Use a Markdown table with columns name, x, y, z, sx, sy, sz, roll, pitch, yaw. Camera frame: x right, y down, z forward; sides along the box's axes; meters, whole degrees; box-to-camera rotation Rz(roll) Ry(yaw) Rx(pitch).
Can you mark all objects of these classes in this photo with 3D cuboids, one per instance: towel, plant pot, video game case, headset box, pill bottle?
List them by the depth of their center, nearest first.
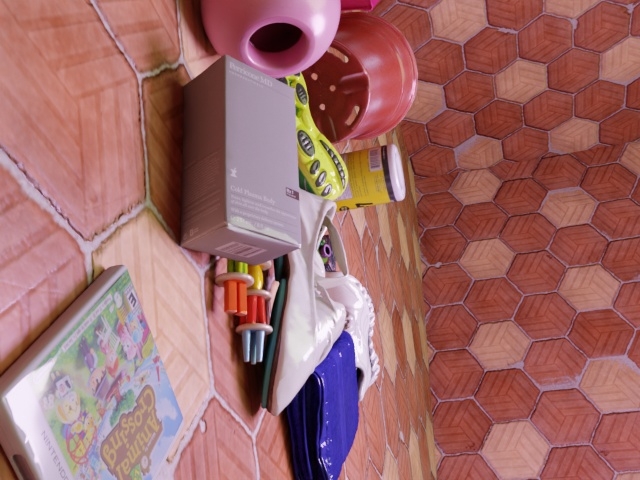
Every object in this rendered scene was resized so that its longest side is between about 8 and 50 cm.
| name | x | y | z | sx | sy | sz | roll | pitch | yaw |
| --- | --- | --- | --- | --- | --- | --- | --- | --- | --- |
| video game case | -0.190 | 0.152 | 0.606 | 0.212 | 0.023 | 0.193 | -69 | 148 | -64 |
| towel | 0.007 | 0.299 | 1.237 | 0.308 | 0.076 | 0.228 | -24 | 112 | -76 |
| plant pot | 0.035 | -0.313 | 1.378 | 0.265 | 0.272 | 0.273 | -44 | 124 | -64 |
| pill bottle | 0.061 | -0.122 | 1.415 | 0.119 | 0.208 | 0.119 | -9 | 90 | -76 |
| headset box | 0.011 | 0.039 | 1.484 | 0.062 | 0.032 | 0.083 | 63 | 21 | -52 |

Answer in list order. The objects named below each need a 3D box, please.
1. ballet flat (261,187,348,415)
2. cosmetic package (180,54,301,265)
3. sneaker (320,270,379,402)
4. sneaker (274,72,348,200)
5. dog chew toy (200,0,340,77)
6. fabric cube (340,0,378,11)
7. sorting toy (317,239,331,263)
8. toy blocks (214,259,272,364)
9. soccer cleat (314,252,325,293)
| name | x | y | z | sx | sy | sz | roll | pitch | yaw |
| --- | --- | --- | --- | --- | --- | --- | --- | --- | --- |
| ballet flat | -0.019 | 0.077 | 1.079 | 0.139 | 0.139 | 0.400 | 64 | 21 | -51 |
| cosmetic package | -0.102 | -0.099 | 0.884 | 0.127 | 0.107 | 0.238 | 15 | 65 | -42 |
| sneaker | 0.056 | 0.202 | 1.424 | 0.118 | 0.110 | 0.292 | -56 | 135 | -61 |
| sneaker | -0.064 | -0.194 | 1.210 | 0.109 | 0.123 | 0.296 | -33 | 102 | -36 |
| dog chew toy | -0.085 | -0.410 | 1.057 | 0.207 | 0.206 | 0.332 | 60 | 17 | -56 |
| fabric cube | 0.010 | -0.577 | 1.253 | 0.258 | 0.254 | 0.259 | -56 | 141 | -40 |
| sorting toy | 0.000 | 0.000 | 1.409 | 0.061 | 0.042 | 0.102 | -37 | 108 | -57 |
| toy blocks | -0.103 | 0.086 | 0.940 | 0.123 | 0.054 | 0.148 | 54 | 30 | -63 |
| soccer cleat | -0.039 | 0.009 | 1.243 | 0.076 | 0.068 | 0.196 | 45 | 31 | -60 |
